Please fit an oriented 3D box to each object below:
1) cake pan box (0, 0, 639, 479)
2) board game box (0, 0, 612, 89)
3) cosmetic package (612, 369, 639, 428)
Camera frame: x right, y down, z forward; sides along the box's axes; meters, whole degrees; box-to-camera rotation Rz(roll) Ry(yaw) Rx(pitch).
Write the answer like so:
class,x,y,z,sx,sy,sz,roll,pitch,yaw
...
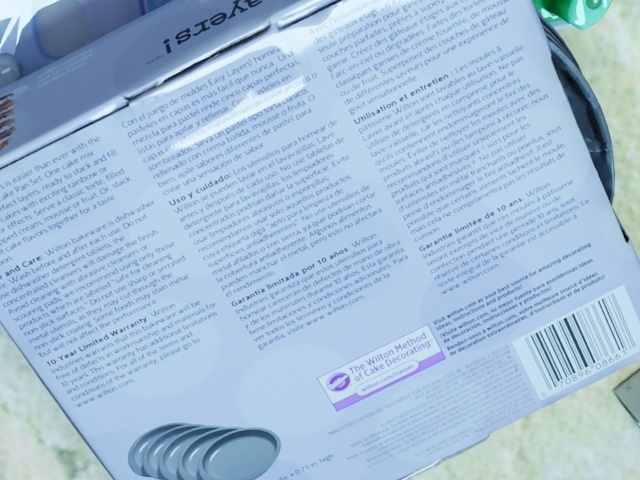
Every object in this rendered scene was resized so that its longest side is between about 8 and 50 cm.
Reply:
class,x,y,z,sx,sy,sz,roll,pitch,yaw
cake pan box,0.000,0.000,0.737,0.267,0.070,0.246,-27,127,5
board game box,-0.082,-0.236,0.681,0.390,0.050,0.390,-12,111,-6
cosmetic package,0.205,0.104,0.861,0.060,0.041,0.115,-40,112,6
